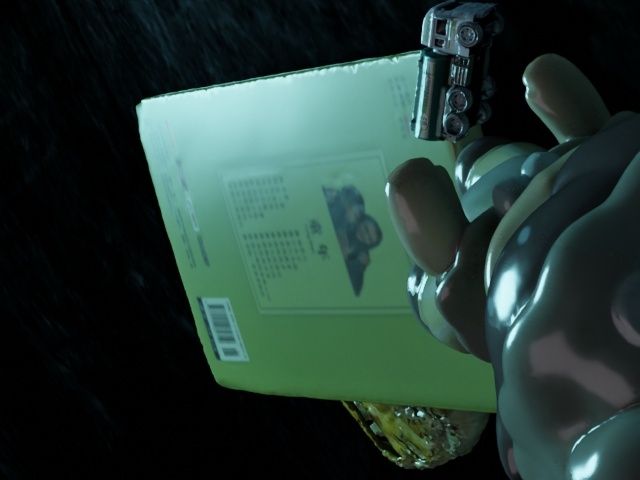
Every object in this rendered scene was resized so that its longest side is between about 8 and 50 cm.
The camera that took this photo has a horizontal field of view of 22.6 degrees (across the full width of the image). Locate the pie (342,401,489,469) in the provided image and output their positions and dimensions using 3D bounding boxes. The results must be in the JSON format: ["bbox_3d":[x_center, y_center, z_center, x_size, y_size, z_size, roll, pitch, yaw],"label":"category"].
[{"bbox_3d":[0.029,0.056,1.210,0.274,0.055,0.274,43,153,28],"label":"pie"}]

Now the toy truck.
[{"bbox_3d":[0.075,-0.096,0.910,0.044,0.039,0.083,18,117,26],"label":"toy truck"}]

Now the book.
[{"bbox_3d":[0.000,0.000,1.100,0.352,0.035,0.239,-3,105,53],"label":"book"}]

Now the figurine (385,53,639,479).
[{"bbox_3d":[0.149,0.026,0.773,0.203,0.248,0.380,53,170,-19],"label":"figurine"}]
